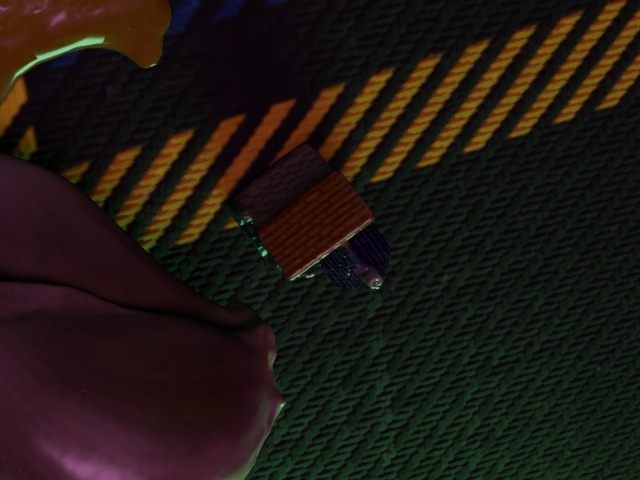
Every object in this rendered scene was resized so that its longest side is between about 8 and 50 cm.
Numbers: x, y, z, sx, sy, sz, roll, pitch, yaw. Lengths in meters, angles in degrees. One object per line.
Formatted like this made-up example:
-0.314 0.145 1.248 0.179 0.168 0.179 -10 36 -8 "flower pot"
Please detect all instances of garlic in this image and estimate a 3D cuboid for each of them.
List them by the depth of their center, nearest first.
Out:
-0.187 0.069 1.354 0.246 0.231 0.340 -38 117 0 "garlic"

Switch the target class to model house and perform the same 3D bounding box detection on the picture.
0.000 0.000 1.502 0.087 0.100 0.101 -38 130 -1 "model house"

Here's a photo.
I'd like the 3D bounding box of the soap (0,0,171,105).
-0.215 -0.262 1.076 0.156 0.335 0.293 -23 126 -13 "soap"
